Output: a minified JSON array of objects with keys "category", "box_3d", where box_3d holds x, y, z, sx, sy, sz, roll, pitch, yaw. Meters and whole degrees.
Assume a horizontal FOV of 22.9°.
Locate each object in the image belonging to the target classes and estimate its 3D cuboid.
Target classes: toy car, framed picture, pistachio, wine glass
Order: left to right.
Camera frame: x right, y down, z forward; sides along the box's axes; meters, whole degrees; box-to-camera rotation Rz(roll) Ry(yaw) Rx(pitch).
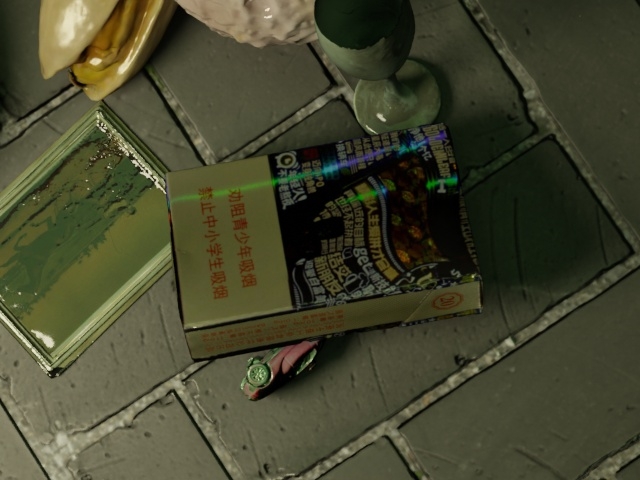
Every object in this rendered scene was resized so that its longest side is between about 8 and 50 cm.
[{"category":"framed picture","box_3d":[-0.269,-0.003,1.740,0.252,0.014,0.197,-44,83,-2]},{"category":"pistachio","box_3d":[-0.233,-0.269,1.706,0.157,0.157,0.229,21,91,6]},{"category":"toy car","box_3d":[-0.028,0.118,1.684,0.142,0.069,0.055,-43,94,-2]},{"category":"wine glass","box_3d":[0.128,-0.233,1.584,0.264,0.309,0.096,-35,75,1]}]

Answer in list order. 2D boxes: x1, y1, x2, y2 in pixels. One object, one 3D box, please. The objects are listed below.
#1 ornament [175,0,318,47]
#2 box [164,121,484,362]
[{"category":"ornament","box_3d":[-0.054,-0.325,1.612,0.225,0.259,0.259,9,82,47]},{"category":"box","box_3d":[0.000,0.000,1.644,0.310,0.084,0.198,-10,58,0]}]
